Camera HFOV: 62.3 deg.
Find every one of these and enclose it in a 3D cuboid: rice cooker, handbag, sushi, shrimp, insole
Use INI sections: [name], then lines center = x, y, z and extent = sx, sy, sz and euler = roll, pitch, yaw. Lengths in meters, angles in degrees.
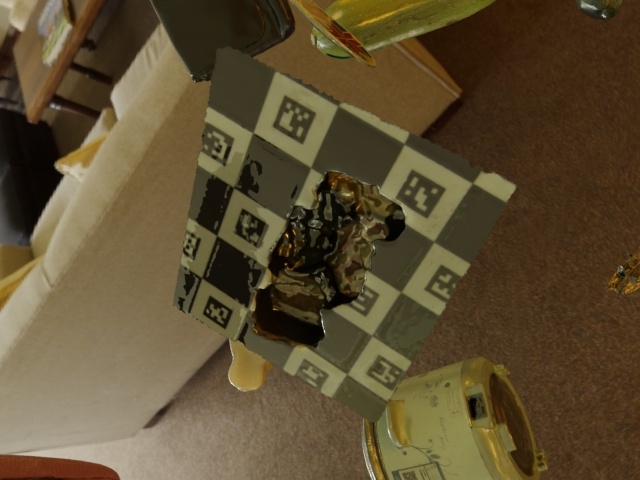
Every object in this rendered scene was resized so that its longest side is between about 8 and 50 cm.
[rice cooker]
center = 0.217, 0.356, 0.943
extent = 0.317, 0.317, 0.264
euler = -32, 47, 32
[handbag]
center = -0.181, -0.433, 0.938
extent = 0.223, 0.080, 0.247
euler = -22, 101, 13
[sushi]
center = 0.000, 0.000, 0.374
extent = 0.192, 0.050, 0.215
euler = 28, 123, 11
[shrimp]
center = 0.597, 0.015, 0.898
extent = 0.296, 0.169, 0.058
euler = -40, 42, -6
[insole]
center = -0.008, -0.264, 0.611
extent = 0.193, 0.065, 0.006
euler = 46, 124, 9

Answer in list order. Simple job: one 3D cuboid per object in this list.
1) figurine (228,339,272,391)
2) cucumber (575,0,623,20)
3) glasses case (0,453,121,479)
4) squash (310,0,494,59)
[figurine]
center = -0.053, 0.091, 0.475
extent = 0.047, 0.050, 0.083
euler = 14, 85, 16
[cucumber]
center = 0.224, -0.226, 0.424
extent = 0.048, 0.048, 0.105
euler = 3, 90, 41
[glasses case]
center = -0.276, 0.195, 0.343
extent = 0.123, 0.316, 0.076
euler = -45, 53, 10
[squash]
center = 0.148, -0.318, 0.686
extent = 0.341, 0.094, 0.094
euler = -21, 63, 5
